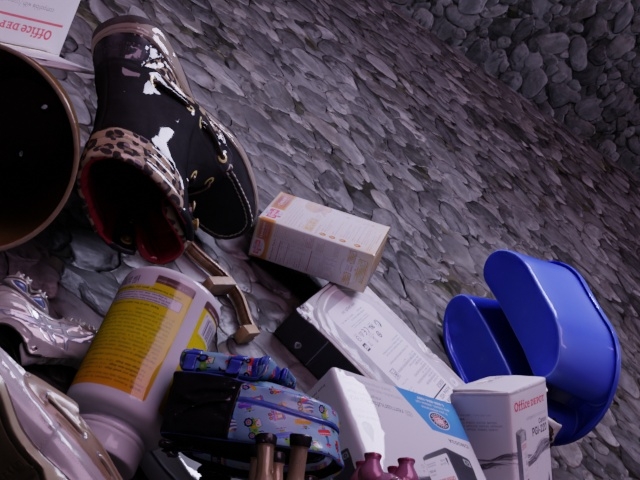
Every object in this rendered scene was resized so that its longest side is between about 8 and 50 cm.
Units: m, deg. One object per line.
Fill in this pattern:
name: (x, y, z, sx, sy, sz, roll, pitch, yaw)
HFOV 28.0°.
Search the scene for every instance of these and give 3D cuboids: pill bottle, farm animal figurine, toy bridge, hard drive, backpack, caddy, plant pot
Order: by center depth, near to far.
farm animal figurine: (-0.018, 0.311, 1.225, 0.330, 0.327, 0.172, 27, 60, -41)
backpack: (-0.059, 0.185, 1.310, 0.158, 0.173, 0.117, 57, 40, -63)
pill bottle: (-0.195, 0.142, 1.364, 0.117, 0.117, 0.215, 35, 55, -18)
plant pot: (-0.382, -0.127, 1.509, 0.237, 0.237, 0.254, 39, 9, -8)
toy bridge: (-0.142, 0.063, 1.779, 0.188, 0.026, 0.063, 52, 22, 20)
hard drive: (0.107, 0.203, 1.892, 0.339, 0.064, 0.237, 46, 24, 5)
caddy: (0.355, 0.175, 2.116, 0.179, 0.241, 0.341, 18, 33, -33)

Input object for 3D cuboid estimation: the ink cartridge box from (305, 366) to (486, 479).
ink cartridge box: (0.101, 0.329, 1.574, 0.223, 0.129, 0.307, 22, 31, -36)

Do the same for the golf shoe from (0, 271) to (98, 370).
golf shoe: (-0.300, 0.118, 1.412, 0.176, 0.069, 0.086, 36, 46, -12)

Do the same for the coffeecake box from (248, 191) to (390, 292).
coffeecake box: (0.000, 0.000, 1.969, 0.185, 0.068, 0.142, 19, 21, 7)

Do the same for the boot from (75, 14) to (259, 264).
boot: (-0.197, -0.076, 1.682, 0.284, 0.138, 0.377, -90, 160, -48)

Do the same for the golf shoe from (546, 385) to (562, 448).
golf shoe: (0.321, 0.310, 1.934, 0.077, 0.094, 0.198, 7, 72, -73)

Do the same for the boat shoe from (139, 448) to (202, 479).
boat shoe: (-0.171, 0.185, 1.448, 0.095, 0.084, 0.258, 13, 37, -50)

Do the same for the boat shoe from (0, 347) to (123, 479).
boat shoe: (-0.293, 0.187, 1.235, 0.302, 0.113, 0.103, 55, 23, 1)

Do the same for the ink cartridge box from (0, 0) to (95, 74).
ink cartridge box: (-0.459, -0.342, 1.682, 0.353, 0.119, 0.207, 28, 12, 22)

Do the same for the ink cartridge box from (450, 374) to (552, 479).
ink cartridge box: (0.253, 0.303, 1.769, 0.158, 0.092, 0.218, -5, 89, -62)
